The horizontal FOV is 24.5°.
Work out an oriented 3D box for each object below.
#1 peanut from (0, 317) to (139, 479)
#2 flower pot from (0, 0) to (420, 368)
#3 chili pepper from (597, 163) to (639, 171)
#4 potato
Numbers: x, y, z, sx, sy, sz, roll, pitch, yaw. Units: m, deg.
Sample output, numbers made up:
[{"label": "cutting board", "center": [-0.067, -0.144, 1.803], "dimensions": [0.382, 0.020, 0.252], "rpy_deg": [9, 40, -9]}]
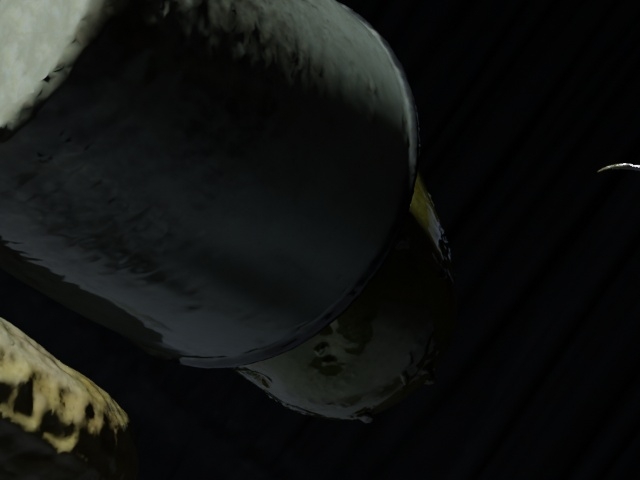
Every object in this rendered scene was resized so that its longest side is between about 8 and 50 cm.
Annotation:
[{"label": "peanut", "center": [-0.259, 0.151, 1.147], "dimensions": [0.340, 0.174, 0.158], "rpy_deg": [37, 39, -34]}, {"label": "flower pot", "center": [-0.134, -0.088, 0.955], "dimensions": [0.293, 0.293, 0.330], "rpy_deg": [46, 10, 31]}, {"label": "chili pepper", "center": [0.340, -0.048, 1.304], "dimensions": [0.192, 0.086, 0.084], "rpy_deg": [11, -6, 21]}, {"label": "potato", "center": [-0.013, -0.014, 1.278], "dimensions": [0.270, 0.219, 0.359], "rpy_deg": [37, 26, -29]}]
